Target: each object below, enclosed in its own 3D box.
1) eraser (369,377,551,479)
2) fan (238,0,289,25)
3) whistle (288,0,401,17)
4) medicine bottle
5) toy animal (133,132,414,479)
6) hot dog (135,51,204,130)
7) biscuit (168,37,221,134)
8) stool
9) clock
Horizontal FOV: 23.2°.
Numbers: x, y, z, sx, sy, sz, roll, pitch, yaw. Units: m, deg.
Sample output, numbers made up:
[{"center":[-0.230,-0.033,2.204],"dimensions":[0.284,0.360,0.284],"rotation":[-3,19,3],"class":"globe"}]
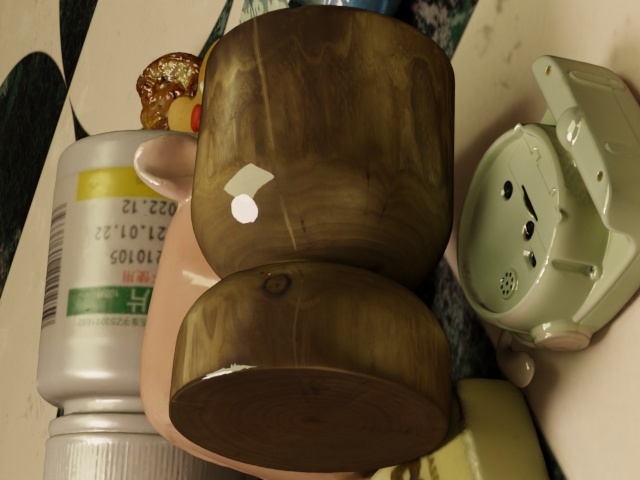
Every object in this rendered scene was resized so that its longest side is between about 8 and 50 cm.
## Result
[{"center":[0.083,0.182,1.035],"dimensions":[0.172,0.058,0.117],"rotation":[-55,34,43],"class":"eraser"},{"center":[-0.046,-0.163,1.353],"dimensions":[0.240,0.009,0.131],"rotation":[177,80,-76],"class":"fan"},{"center":[0.012,-0.201,1.298],"dimensions":[0.180,0.093,0.269],"rotation":[62,144,24],"class":"whistle"},{"center":[-0.147,0.089,1.397],"dimensions":[0.208,0.208,0.340],"rotation":[154,122,-61],"class":"medicine bottle"},{"center":[-0.037,0.057,1.189],"dimensions":[0.213,0.195,0.256],"rotation":[-2,62,25],"class":"toy animal"},{"center":[-0.161,-0.145,1.697],"dimensions":[0.147,0.065,0.099],"rotation":[145,121,-60],"class":"hot dog"},{"center":[-0.116,-0.092,1.573],"dimensions":[0.158,0.035,0.240],"rotation":[31,112,46],"class":"biscuit"},{"center":[0.000,0.000,1.031],"dimensions":[0.179,0.179,0.264],"rotation":[-43,37,54],"class":"stool"},{"center":[0.141,-0.006,0.977],"dimensions":[0.151,0.062,0.191],"rotation":[-106,35,-45],"class":"clock"}]
